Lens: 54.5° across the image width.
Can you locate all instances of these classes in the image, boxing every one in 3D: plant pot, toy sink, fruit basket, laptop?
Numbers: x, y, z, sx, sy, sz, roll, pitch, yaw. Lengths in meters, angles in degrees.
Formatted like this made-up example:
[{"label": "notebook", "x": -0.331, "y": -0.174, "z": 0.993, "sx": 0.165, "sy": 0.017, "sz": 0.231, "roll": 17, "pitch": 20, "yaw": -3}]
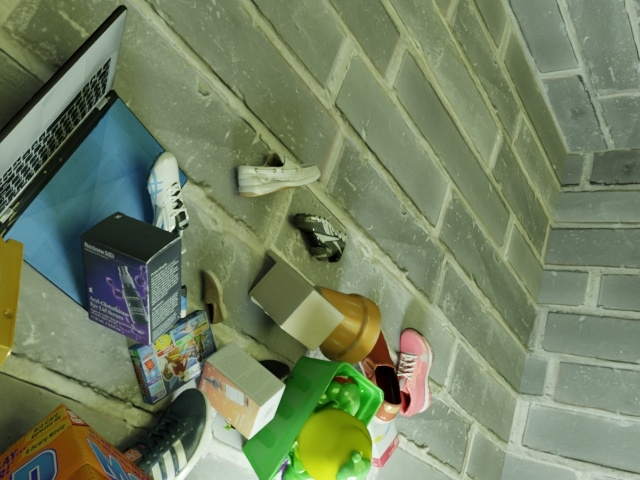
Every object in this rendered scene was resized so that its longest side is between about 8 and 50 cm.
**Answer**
[{"label": "plant pot", "x": 0.032, "y": 0.222, "z": 1.731, "sx": 0.188, "sy": 0.205, "sz": 0.205, "roll": 32, "pitch": 66, "yaw": -31}, {"label": "toy sink", "x": -0.079, "y": 0.153, "z": 1.601, "sx": 0.131, "sy": 0.234, "sz": 0.153, "roll": -47, "pitch": 133, "yaw": -3}, {"label": "fruit basket", "x": 0.025, "y": 0.494, "z": 1.531, "sx": 0.283, "sy": 0.392, "sz": 0.392, "roll": 46, "pitch": 57, "yaw": -42}, {"label": "laptop", "x": -0.395, "y": -0.125, "z": 1.141, "sx": 0.236, "sy": 0.408, "sz": 0.382, "roll": 32, "pitch": 60, "yaw": -10}]

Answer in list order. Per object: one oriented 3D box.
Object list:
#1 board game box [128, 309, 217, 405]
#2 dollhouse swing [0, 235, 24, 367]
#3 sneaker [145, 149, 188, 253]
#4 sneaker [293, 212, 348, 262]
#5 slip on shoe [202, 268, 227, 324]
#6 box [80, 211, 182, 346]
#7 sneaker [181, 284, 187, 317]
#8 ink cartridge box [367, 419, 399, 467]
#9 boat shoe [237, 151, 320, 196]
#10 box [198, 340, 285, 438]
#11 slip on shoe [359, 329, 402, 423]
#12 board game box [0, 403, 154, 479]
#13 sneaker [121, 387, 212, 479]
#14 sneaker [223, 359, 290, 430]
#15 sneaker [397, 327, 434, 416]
[{"label": "board game box", "x": -0.322, "y": 0.257, "z": 1.393, "sx": 0.201, "sy": 0.035, "sz": 0.136, "roll": -28, "pitch": 112, "yaw": -48}, {"label": "dollhouse swing", "x": -0.676, "y": 0.121, "z": 0.888, "sx": 0.346, "sy": 0.305, "sz": 0.315, "roll": 29, "pitch": 28, "yaw": -39}, {"label": "sneaker", "x": -0.311, "y": -0.075, "z": 1.299, "sx": 0.085, "sy": 0.086, "sz": 0.237, "roll": -47, "pitch": 150, "yaw": -54}, {"label": "sneaker", "x": 0.000, "y": 0.000, "z": 1.761, "sx": 0.234, "sy": 0.078, "sz": 0.106, "roll": 32, "pitch": 64, "yaw": -50}, {"label": "slip on shoe", "x": -0.257, "y": 0.134, "z": 1.466, "sx": 0.041, "sy": 0.051, "sz": 0.135, "roll": -27, "pitch": 119, "yaw": -35}, {"label": "box", "x": -0.356, "y": 0.072, "z": 1.186, "sx": 0.108, "sy": 0.153, "sz": 0.207, "roll": -48, "pitch": 151, "yaw": -51}, {"label": "sneaker", "x": -0.345, "y": 0.125, "z": 1.338, "sx": 0.152, "sy": 0.058, "sz": 0.085, "roll": 4, "pitch": 93, "yaw": -56}, {"label": "ink cartridge box", "x": 0.146, "y": 0.581, "z": 1.922, "sx": 0.127, "sy": 0.128, "sz": 0.176, "roll": -37, "pitch": 119, "yaw": -45}, {"label": "boat shoe", "x": -0.102, "y": -0.182, "z": 1.610, "sx": 0.277, "sy": 0.098, "sz": 0.096, "roll": -22, "pitch": 109, "yaw": -48}, {"label": "box", "x": -0.184, "y": 0.343, "z": 1.431, "sx": 0.091, "sy": 0.170, "sz": 0.130, "roll": -33, "pitch": 151, "yaw": -47}, {"label": "slip on shoe", "x": 0.182, "y": 0.385, "z": 1.893, "sx": 0.123, "sy": 0.101, "sz": 0.331, "roll": 12, "pitch": 48, "yaw": -23}, {"label": "board game box", "x": -0.393, "y": 0.562, "z": 0.965, "sx": 0.356, "sy": 0.356, "sz": 0.356, "roll": -42, "pitch": 126, "yaw": -15}, {"label": "sneaker", "x": -0.354, "y": 0.447, "z": 1.280, "sx": 0.148, "sy": 0.131, "sz": 0.350, "roll": 56, "pitch": 50, "yaw": -42}, {"label": "sneaker", "x": -0.170, "y": 0.391, "z": 1.578, "sx": 0.234, "sy": 0.084, "sz": 0.097, "roll": -32, "pitch": 140, "yaw": -46}, {"label": "sneaker", "x": 0.314, "y": 0.461, "z": 2.145, "sx": 0.136, "sy": 0.116, "sz": 0.314, "roll": -15, "pitch": 103, "yaw": -49}]
